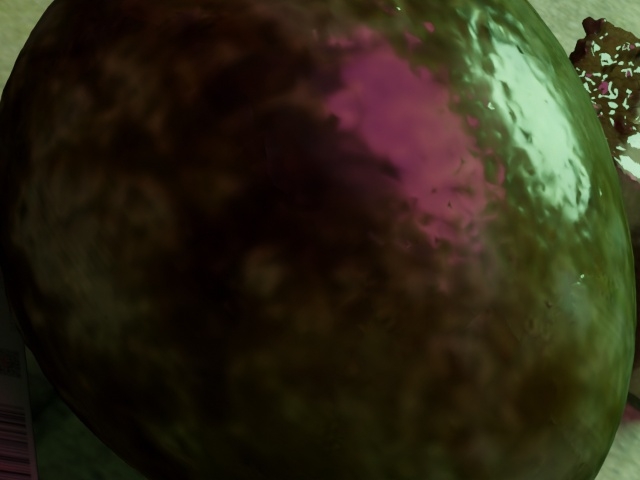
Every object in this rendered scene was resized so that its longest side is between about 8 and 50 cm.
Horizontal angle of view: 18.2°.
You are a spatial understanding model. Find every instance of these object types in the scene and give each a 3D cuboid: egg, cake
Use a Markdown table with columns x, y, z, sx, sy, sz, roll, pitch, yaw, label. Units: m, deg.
| x | y | z | sx | sy | sz | roll | pitch | yaw | label |
| --- | --- | --- | --- | --- | --- | --- | --- | --- | --- |
| 0.000 | 0.000 | 0.772 | 0.238 | 0.238 | 0.289 | -5 | 53 | -41 | egg |
| 0.164 | -0.014 | 1.046 | 0.147 | 0.134 | 0.135 | 30 | 39 | 2 | cake |

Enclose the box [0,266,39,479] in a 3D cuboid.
| x | y | z | sx | sy | sz | roll | pitch | yaw | label |
| --- | --- | --- | --- | --- | --- | --- | --- | --- | --- |
| -0.151 | 0.029 | 0.814 | 0.040 | 0.055 | 0.218 | 14 | 42 | -29 | box |
